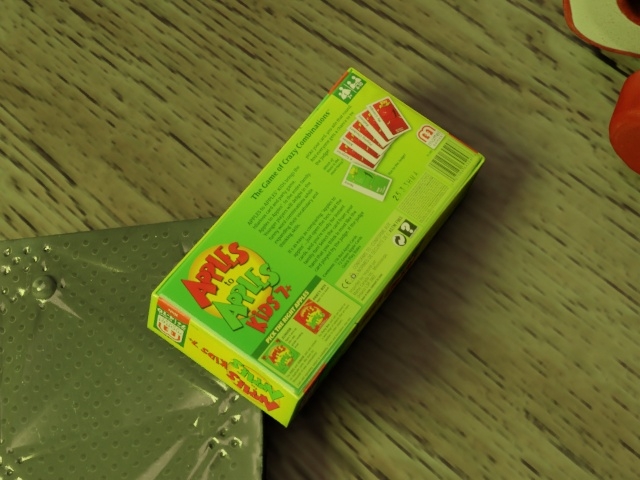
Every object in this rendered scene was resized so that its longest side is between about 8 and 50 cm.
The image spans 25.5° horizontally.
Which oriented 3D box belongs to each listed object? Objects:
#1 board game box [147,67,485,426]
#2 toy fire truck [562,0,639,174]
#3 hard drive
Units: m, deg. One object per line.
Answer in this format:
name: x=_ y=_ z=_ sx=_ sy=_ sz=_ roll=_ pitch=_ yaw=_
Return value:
board game box: x=0.000 y=0.000 z=0.758 sx=0.092 sy=0.043 sz=0.181 roll=35 pitch=62 yaw=9
toy fire truck: x=0.260 y=-0.124 z=0.669 sx=0.302 sy=0.254 sz=0.169 roll=18 pitch=72 yaw=21
hard drive: x=-0.109 y=0.115 z=0.764 sx=0.172 sy=0.054 sz=0.254 roll=-6 pitch=64 yaw=11
